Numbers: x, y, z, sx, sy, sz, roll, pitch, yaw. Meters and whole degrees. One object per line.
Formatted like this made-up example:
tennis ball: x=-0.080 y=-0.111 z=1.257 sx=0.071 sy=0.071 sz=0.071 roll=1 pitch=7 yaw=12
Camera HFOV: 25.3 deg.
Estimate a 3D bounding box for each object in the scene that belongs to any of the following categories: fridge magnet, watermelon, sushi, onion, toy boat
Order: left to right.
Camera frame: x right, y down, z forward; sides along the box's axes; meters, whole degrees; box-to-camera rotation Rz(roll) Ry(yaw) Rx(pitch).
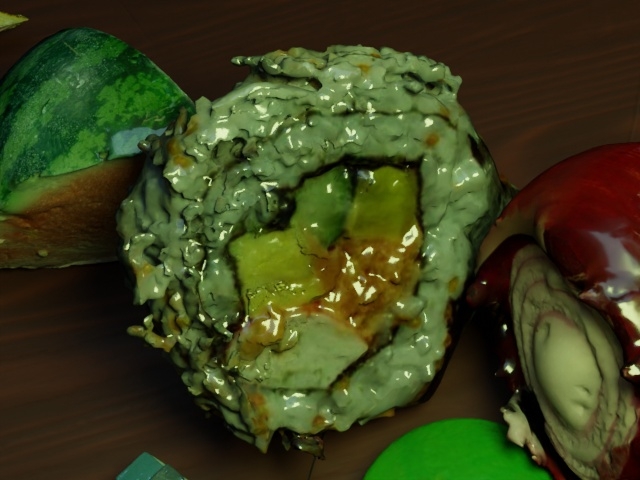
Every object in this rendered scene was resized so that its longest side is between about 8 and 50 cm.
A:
watermelon: x=-0.283 y=-0.069 z=1.483 sx=0.222 sy=0.292 sz=0.319 roll=-39 pitch=70 yaw=-24
toy boat: x=-0.132 y=0.266 z=1.360 sx=0.069 sy=0.058 sz=0.173 roll=-41 pitch=62 yaw=-20
sushi: x=-0.003 y=-0.002 z=1.339 sx=0.418 sy=0.417 sz=0.176 roll=-30 pitch=32 yaw=-14
fridge magnet: x=0.133 y=0.262 z=1.318 sx=0.208 sy=0.088 sz=0.208 roll=-3 pitch=55 yaw=4
onion: x=0.307 y=0.081 z=1.275 sx=0.341 sy=0.341 sz=0.341 roll=-3 pitch=56 yaw=4

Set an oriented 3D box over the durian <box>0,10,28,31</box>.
durian: x=-0.471 y=-0.265 z=1.752 sx=0.224 sy=0.078 sz=0.140 roll=7 pitch=44 yaw=-2
